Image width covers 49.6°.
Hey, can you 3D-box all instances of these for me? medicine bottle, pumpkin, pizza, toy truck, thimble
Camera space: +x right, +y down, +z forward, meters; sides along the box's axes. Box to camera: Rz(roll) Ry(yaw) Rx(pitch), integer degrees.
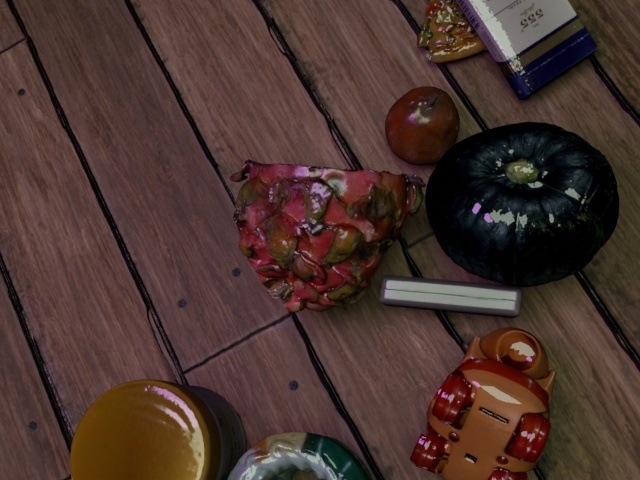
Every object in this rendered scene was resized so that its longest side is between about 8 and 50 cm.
[{"bbox_3d":[-0.268,0.365,1.197,0.238,0.232,0.238,-3,76,11],"label":"medicine bottle"},{"bbox_3d":[0.344,-0.056,1.192,0.315,0.238,0.315,-8,49,9],"label":"pumpkin"},{"bbox_3d":[0.271,-0.461,1.388,0.147,0.069,0.226,3,77,13],"label":"pizza"},{"bbox_3d":[0.288,0.282,1.161,0.189,0.239,0.265,24,123,15],"label":"toy truck"},{"bbox_3d":[-0.040,0.468,1.165,0.254,0.167,0.288,18,79,15],"label":"thimble"}]

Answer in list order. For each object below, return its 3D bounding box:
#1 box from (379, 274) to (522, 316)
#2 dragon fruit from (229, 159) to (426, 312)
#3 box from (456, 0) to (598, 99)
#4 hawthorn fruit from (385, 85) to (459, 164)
[{"bbox_3d":[0.231,0.100,1.238,0.243,0.103,0.055,5,83,11],"label":"box"},{"bbox_3d":[0.000,0.000,1.229,0.314,0.296,0.263,9,96,48],"label":"dragon fruit"},{"bbox_3d":[0.387,-0.420,1.317,0.168,0.071,0.259,-33,93,-1],"label":"box"},{"bbox_3d":[0.191,-0.234,1.296,0.149,0.189,0.149,-4,46,4],"label":"hawthorn fruit"}]
